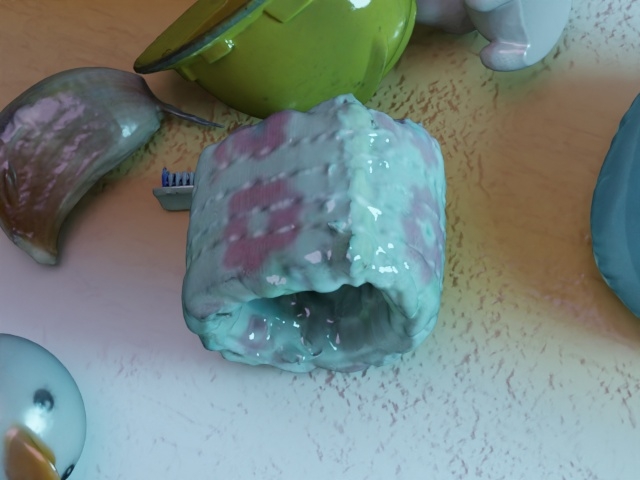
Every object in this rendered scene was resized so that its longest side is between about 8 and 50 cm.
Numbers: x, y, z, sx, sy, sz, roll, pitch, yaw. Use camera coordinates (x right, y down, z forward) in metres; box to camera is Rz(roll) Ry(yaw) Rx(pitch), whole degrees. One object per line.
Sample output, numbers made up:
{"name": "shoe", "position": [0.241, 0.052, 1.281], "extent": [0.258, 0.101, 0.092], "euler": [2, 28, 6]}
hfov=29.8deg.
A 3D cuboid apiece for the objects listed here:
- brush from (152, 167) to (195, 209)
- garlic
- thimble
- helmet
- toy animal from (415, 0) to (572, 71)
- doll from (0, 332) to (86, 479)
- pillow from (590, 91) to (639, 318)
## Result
{"name": "brush", "position": [-0.048, -0.044, 0.988], "extent": [0.178, 0.033, 0.030], "euler": [-2, 53, 9]}
{"name": "garlic", "position": [-0.197, -0.082, 1.014], "extent": [0.198, 0.090, 0.128], "euler": [-38, 81, -14]}
{"name": "thimble", "position": [0.000, 0.000, 0.865], "extent": [0.185, 0.211, 0.149], "euler": [10, 64, -15]}
{"name": "helmet", "position": [-0.015, -0.162, 0.969], "extent": [0.140, 0.257, 0.205], "euler": [49, 47, -16]}
{"name": "toy animal", "position": [0.110, -0.221, 1.002], "extent": [0.124, 0.124, 0.212], "euler": [-46, 46, -10]}
{"name": "doll", "position": [-0.290, 0.143, 0.882], "extent": [0.251, 0.221, 0.221], "euler": [14, 69, 35]}
{"name": "pillow", "position": [0.311, -0.027, 0.887], "extent": [0.214, 0.086, 0.233], "euler": [14, 72, 10]}
